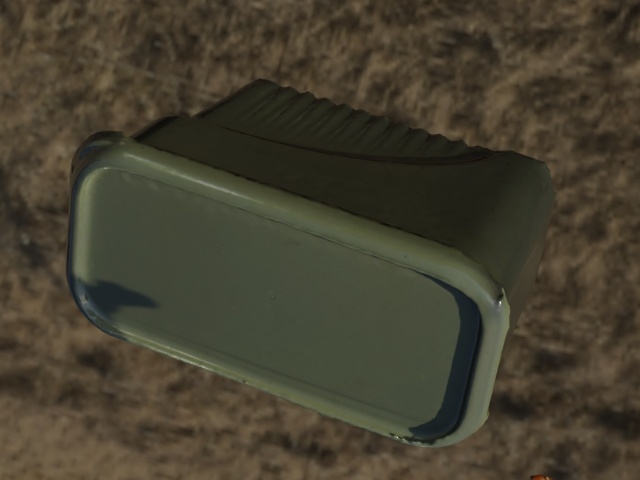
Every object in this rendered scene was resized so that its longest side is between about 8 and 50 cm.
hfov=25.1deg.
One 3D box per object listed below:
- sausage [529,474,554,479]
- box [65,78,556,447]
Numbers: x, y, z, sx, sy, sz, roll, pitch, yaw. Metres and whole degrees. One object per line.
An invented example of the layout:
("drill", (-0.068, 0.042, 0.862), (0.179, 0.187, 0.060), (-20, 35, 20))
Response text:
("sausage", (0.081, 0.201, 0.560), (0.083, 0.264, 0.083), (7, 137, 7))
("box", (0.000, 0.000, 0.875), (0.274, 0.178, 0.138), (20, 122, 16))
